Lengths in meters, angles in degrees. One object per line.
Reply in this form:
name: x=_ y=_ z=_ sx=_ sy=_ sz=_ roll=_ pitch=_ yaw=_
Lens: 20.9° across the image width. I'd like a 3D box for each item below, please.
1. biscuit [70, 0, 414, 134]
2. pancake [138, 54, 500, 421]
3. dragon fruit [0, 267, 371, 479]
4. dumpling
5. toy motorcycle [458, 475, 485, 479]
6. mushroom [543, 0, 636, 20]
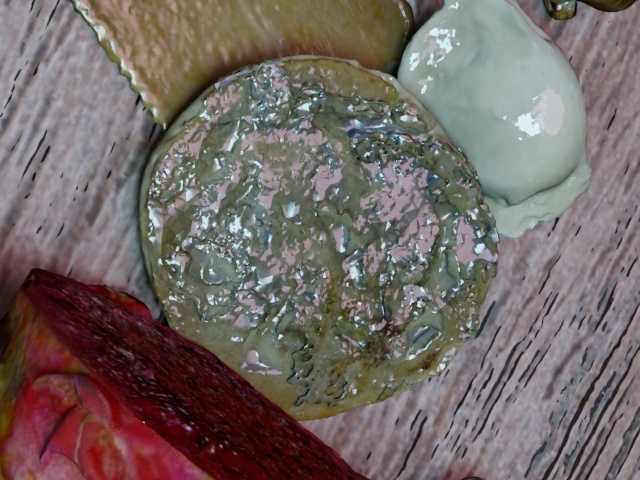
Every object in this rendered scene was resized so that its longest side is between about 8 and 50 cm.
biscuit: x=-0.052 y=-0.173 z=1.241 sx=0.232 sy=0.013 sz=0.237 roll=-44 pitch=113 yaw=-24
pancake: x=0.000 y=0.000 z=1.241 sx=0.282 sy=0.049 sz=0.282 roll=-4 pitch=100 yaw=-23
dragon fruit: x=-0.089 y=0.199 z=1.054 sx=0.249 sy=0.371 sz=0.386 roll=-51 pitch=151 yaw=3
dumpling: x=0.123 y=-0.091 z=1.313 sx=0.155 sy=0.111 sz=0.181 roll=-31 pitch=85 yaw=2
toy motorcycle: x=0.134 y=0.259 z=1.347 sx=0.212 sy=0.084 sz=0.118 roll=37 pitch=72 yaw=-37
mushroom: x=0.205 y=-0.230 z=1.363 sx=0.126 sy=0.085 sz=0.109 roll=6 pitch=88 yaw=-39
